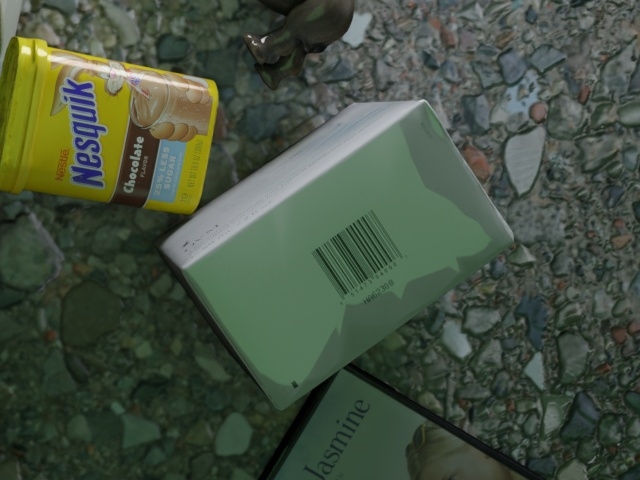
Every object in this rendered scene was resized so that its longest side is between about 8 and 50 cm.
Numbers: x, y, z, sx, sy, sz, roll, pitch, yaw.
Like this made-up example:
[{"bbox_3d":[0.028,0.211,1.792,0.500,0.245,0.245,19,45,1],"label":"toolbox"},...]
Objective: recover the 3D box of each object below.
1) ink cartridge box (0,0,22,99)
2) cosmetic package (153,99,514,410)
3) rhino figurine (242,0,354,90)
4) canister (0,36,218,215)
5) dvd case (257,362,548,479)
[{"bbox_3d":[-0.320,-0.167,1.044,0.060,0.239,0.275,12,90,18],"label":"ink cartridge box"},{"bbox_3d":[0.000,0.000,1.119,0.224,0.224,0.138,-35,100,-8],"label":"cosmetic package"},{"bbox_3d":[-0.060,-0.255,1.156,0.106,0.073,0.243,-33,101,-4],"label":"rhino figurine"},{"bbox_3d":[-0.179,-0.091,1.136,0.170,0.073,0.126,9,95,-23],"label":"canister"},{"bbox_3d":[0.071,0.243,1.267,0.253,0.022,0.180,32,89,-14],"label":"dvd case"}]
